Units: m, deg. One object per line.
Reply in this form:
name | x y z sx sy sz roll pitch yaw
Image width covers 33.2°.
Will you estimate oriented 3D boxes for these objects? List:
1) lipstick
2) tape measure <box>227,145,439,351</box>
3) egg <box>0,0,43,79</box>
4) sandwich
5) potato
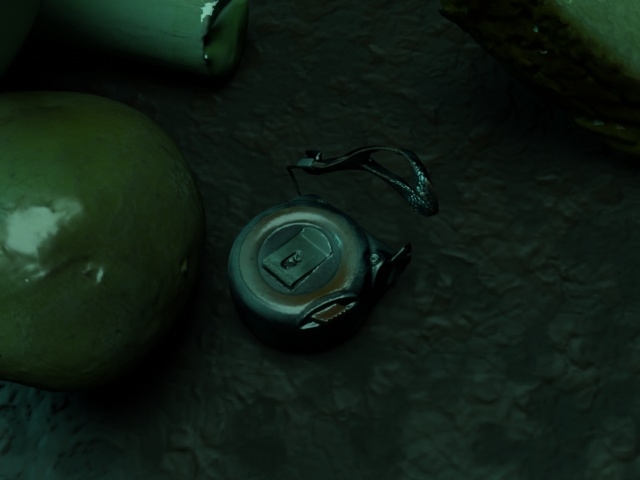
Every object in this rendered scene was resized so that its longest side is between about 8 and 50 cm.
lipstick | -0.203 -0.190 0.835 0.304 0.076 0.076 14 61 14
tape measure | -0.003 -0.003 0.648 0.104 0.180 0.107 41 69 9
egg | -0.303 -0.176 0.699 0.371 0.230 0.230 -30 48 38
sandwich | 0.201 -0.202 0.742 0.226 0.087 0.251 31 61 -16
potato | -0.167 -0.009 0.677 0.177 0.160 0.235 9 35 -32
